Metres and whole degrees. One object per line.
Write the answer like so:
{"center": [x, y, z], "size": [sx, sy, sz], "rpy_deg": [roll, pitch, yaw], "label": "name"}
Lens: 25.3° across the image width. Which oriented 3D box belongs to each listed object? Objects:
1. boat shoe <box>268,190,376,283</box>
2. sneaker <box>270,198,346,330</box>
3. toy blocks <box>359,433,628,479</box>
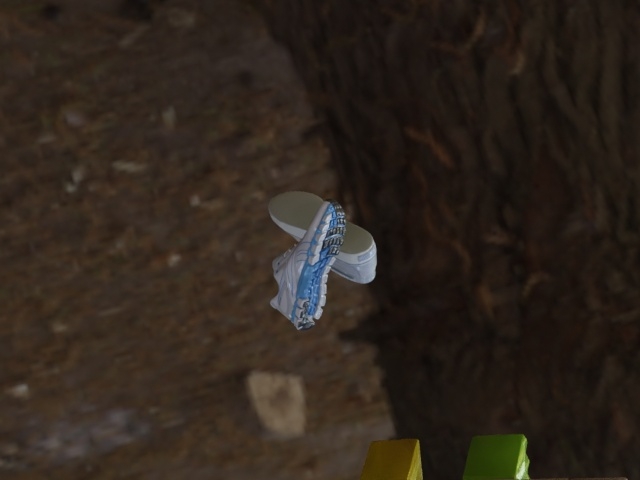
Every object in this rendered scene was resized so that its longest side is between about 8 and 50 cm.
{"center": [0.001, 0.000, 2.138], "size": [0.079, 0.227, 0.081], "rpy_deg": [-30, 130, -25], "label": "boat shoe"}
{"center": [-0.026, 0.025, 1.965], "size": [0.071, 0.083, 0.190], "rpy_deg": [-9, 122, -56], "label": "sneaker"}
{"center": [0.155, 0.324, 1.233], "size": [0.381, 0.190, 0.261], "rpy_deg": [-7, 132, 28], "label": "toy blocks"}
